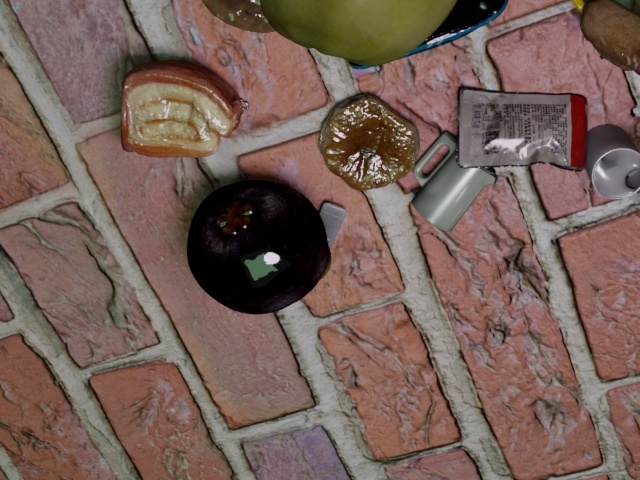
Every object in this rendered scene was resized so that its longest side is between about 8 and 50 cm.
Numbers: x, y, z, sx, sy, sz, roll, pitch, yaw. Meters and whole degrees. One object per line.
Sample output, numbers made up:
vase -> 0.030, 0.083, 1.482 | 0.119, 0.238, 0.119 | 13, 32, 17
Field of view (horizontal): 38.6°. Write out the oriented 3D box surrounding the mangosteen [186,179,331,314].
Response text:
mangosteen -> -0.108, 0.029, 1.766 | 0.275, 0.275, 0.302 | -17, 149, 12

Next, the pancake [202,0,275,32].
pancake -> -0.117, -0.480, 1.598 | 0.242, 0.050, 0.242 | 1, 118, 2

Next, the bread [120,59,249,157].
bread -> -0.259, -0.240, 1.692 | 0.244, 0.123, 0.190 | 2, 116, 2

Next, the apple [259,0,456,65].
apple -> 0.065, -0.450, 1.434 | 0.357, 0.357, 0.357 | 2, 117, 3

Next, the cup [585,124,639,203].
cup -> 0.539, -0.129, 1.685 | 0.099, 0.133, 0.136 | -8, 116, 7

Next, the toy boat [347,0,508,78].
toy boat -> 0.185, -0.381, 1.608 | 0.299, 0.134, 0.092 | -17, 151, 10

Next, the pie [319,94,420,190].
pie -> 0.090, -0.179, 1.740 | 0.195, 0.046, 0.195 | 2, 118, 4

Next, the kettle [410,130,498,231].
kettle -> 0.250, -0.110, 1.749 | 0.098, 0.127, 0.148 | 16, 119, -41

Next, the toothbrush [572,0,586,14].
toothbrush -> 0.459, -0.414, 1.606 | 0.021, 0.024, 0.288 | -39, 108, 17

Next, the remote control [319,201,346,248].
remote control -> 0.000, 0.000, 1.852 | 0.050, 0.027, 0.184 | 21, 121, -5

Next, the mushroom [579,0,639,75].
mushroom -> 0.592, -0.337, 1.554 | 0.286, 0.151, 0.156 | 11, 115, -7

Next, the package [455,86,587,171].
package -> 0.368, -0.203, 1.672 | 0.239, 0.030, 0.154 | 3, 79, 4
